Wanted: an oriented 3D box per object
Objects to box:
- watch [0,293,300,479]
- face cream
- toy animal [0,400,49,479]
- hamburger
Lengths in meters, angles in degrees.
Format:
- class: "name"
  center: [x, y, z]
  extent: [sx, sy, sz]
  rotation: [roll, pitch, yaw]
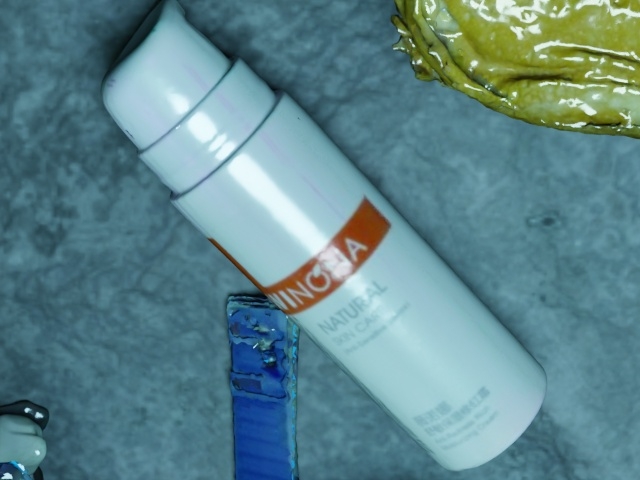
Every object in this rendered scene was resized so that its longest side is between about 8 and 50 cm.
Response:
- class: "watch"
  center: [-0.101, 0.202, 0.817]
  extent: [0.068, 0.276, 0.274]
  rotation: [14, 115, 30]
- class: "face cream"
  center: [0.000, 0.000, 0.819]
  extent: [0.102, 0.102, 0.345]
  rotation: [-42, 106, 14]
- class: "toy animal"
  center: [-0.251, 0.203, 0.818]
  extent: [0.174, 0.289, 0.249]
  rotation: [-41, 125, 11]
- class: "hamburger"
  center: [0.178, -0.202, 0.715]
  extent: [0.319, 0.158, 0.318]
  rotation: [0, 111, 0]
